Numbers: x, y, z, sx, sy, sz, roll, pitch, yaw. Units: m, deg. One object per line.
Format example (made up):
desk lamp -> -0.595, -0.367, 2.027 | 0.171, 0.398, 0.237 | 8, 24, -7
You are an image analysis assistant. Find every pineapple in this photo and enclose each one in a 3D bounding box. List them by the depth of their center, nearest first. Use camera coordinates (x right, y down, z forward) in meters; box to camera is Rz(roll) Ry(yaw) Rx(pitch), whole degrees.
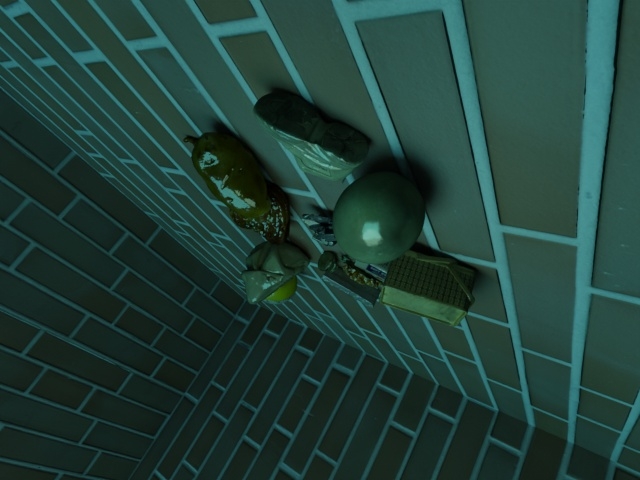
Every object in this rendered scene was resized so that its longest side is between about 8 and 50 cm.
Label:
pineapple -> 0.185, 0.145, 1.853 | 0.221, 0.047, 0.221 | 25, -167, -6

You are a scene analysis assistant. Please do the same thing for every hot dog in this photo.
hot dog -> -0.251, -0.104, 1.832 | 0.267, 0.174, 0.387 | 27, 158, 4

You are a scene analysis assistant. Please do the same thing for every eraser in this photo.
eraser -> 0.285, 0.123, 1.735 | 0.279, 0.081, 0.124 | 29, 160, 7

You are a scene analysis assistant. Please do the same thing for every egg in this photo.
egg -> 0.166, -0.062, 1.238 | 0.259, 0.258, 0.352 | 30, 155, 4

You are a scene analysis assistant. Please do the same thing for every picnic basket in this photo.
picnic basket -> 0.389, 0.167, 1.526 | 0.313, 0.175, 0.228 | 17, 157, 11

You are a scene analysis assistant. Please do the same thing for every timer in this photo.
timer -> -0.266, 0.217, 2.502 | 0.285, 0.285, 0.285 | 27, 159, 11

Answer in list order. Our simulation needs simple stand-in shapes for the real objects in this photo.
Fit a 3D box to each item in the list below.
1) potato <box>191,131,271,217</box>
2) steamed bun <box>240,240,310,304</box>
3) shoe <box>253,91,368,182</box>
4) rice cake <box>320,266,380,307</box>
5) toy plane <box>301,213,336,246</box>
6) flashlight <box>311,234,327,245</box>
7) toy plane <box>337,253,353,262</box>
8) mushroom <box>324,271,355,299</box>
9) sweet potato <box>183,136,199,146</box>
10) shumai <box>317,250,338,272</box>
potato -> -0.325, -0.241, 1.575 | 0.369, 0.195, 0.176 | 55, 156, -19
steamed bun -> -0.260, 0.131, 2.204 | 0.255, 0.368, 0.342 | 55, -163, 0
shoe -> -0.044, -0.276, 1.216 | 0.342, 0.132, 0.210 | 28, 157, -1
rice cake -> 0.155, 0.223, 2.108 | 0.298, 0.106, 0.050 | 30, 142, 5
toy plane -> 0.082, -0.037, 1.623 | 0.316, 0.103, 0.204 | 7, 147, 49
flashlight -> 0.000, 0.000, 1.939 | 0.083, 0.018, 0.018 | 27, 157, 11
toy plane -> 0.109, 0.087, 1.965 | 0.080, 0.033, 0.083 | 22, 163, -16
mushroom -> 0.120, 0.221, 2.188 | 0.223, 0.092, 0.081 | 37, 124, 8
sweet potato -> -0.498, -0.396, 1.705 | 0.179, 0.044, 0.044 | 23, 159, 41
shumai -> 0.049, 0.111, 2.038 | 0.087, 0.098, 0.124 | 23, 167, -26
